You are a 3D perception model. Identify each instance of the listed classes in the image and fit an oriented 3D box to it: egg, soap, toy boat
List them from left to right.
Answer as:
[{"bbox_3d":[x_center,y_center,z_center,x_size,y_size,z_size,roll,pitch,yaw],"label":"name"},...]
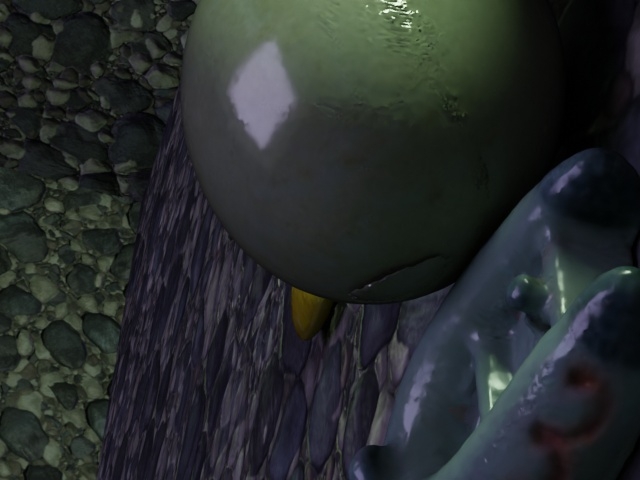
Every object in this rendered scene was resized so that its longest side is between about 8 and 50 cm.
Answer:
[{"bbox_3d":[0.000,0.000,1.138,0.089,0.033,0.168,120,161,-48],"label":"soap"},{"bbox_3d":[0.026,-0.076,0.713,0.253,0.187,0.186,-87,16,-49],"label":"egg"},{"bbox_3d":[0.072,0.060,0.610,0.134,0.079,0.207,-92,21,-47],"label":"toy boat"}]
